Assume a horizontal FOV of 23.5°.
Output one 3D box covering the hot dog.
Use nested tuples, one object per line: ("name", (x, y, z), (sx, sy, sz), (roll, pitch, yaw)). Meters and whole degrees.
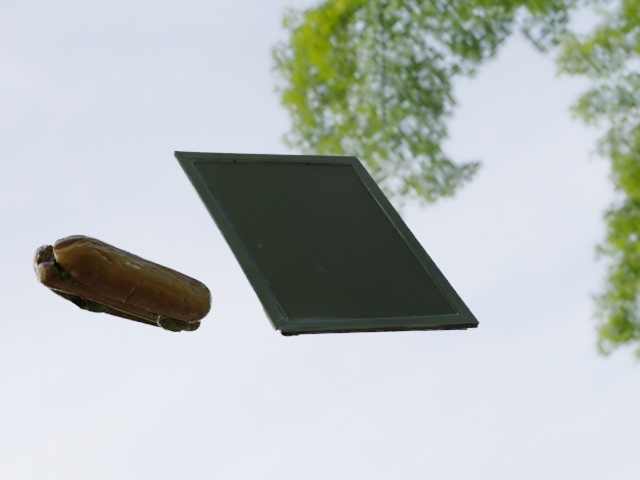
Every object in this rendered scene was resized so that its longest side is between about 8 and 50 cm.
("hot dog", (-0.227, 0.057, 1.773), (0.100, 0.068, 0.249), (-16, -28, 37))

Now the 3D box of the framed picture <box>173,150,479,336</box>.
("framed picture", (0.000, 0.000, 1.345), (0.197, 0.252, 0.014), (0, -52, -30))
